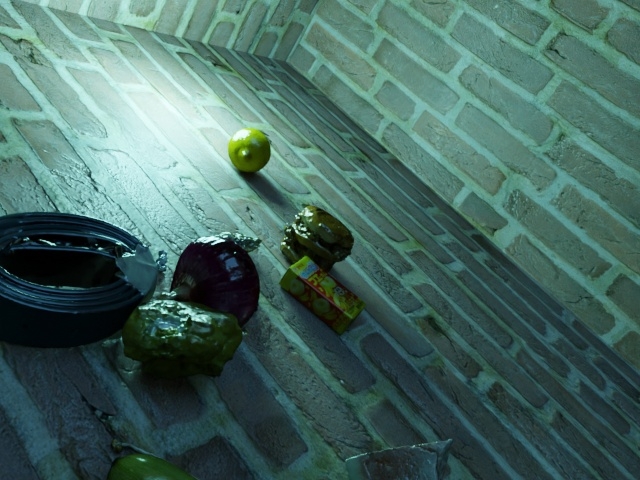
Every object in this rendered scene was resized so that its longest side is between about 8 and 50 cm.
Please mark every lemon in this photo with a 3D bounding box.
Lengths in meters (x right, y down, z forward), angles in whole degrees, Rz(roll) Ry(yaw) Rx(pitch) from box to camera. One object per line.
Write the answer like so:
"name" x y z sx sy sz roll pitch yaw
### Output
"lemon" -0.299 -0.381 2.431 0.187 0.186 0.244 28 26 -12

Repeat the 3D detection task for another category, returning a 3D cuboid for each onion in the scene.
"onion" -0.283 0.119 1.597 0.256 0.230 0.272 34 21 -2

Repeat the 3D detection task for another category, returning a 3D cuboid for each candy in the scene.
"candy" 0.009 0.183 1.959 0.276 0.088 0.146 39 29 11

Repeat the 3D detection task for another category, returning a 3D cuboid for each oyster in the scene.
"oyster" -0.285 0.003 1.972 0.166 0.053 0.108 2 30 -35

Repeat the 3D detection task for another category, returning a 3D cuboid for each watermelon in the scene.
"watermelon" 0.218 0.580 1.425 0.310 0.232 0.193 38 57 -29

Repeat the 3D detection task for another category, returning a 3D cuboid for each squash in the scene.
"squash" -0.295 0.494 1.085 0.247 0.132 0.132 31 27 -1

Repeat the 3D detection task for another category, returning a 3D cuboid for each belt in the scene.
"belt" -0.605 0.090 1.352 0.437 0.173 0.300 1 51 -42

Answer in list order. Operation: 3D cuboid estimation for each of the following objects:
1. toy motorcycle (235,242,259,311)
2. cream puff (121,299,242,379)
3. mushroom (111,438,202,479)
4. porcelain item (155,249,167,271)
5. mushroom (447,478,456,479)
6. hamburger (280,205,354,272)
"toy motorcycle" -0.237 0.103 1.770 0.074 0.151 0.228 -16 53 -15
"cream puff" -0.333 0.249 1.374 0.282 0.185 0.282 12 5 -1
"mushroom" -0.306 0.480 1.210 0.286 0.026 0.028 30 43 -12
"porcelain item" -0.468 0.063 1.697 0.036 0.028 0.083 22 30 -26
"mushroom" 0.373 0.691 1.607 0.101 0.019 0.049 22 30 -27
"hamburger" 0.001 0.008 2.115 0.245 0.211 0.260 17 27 -40
